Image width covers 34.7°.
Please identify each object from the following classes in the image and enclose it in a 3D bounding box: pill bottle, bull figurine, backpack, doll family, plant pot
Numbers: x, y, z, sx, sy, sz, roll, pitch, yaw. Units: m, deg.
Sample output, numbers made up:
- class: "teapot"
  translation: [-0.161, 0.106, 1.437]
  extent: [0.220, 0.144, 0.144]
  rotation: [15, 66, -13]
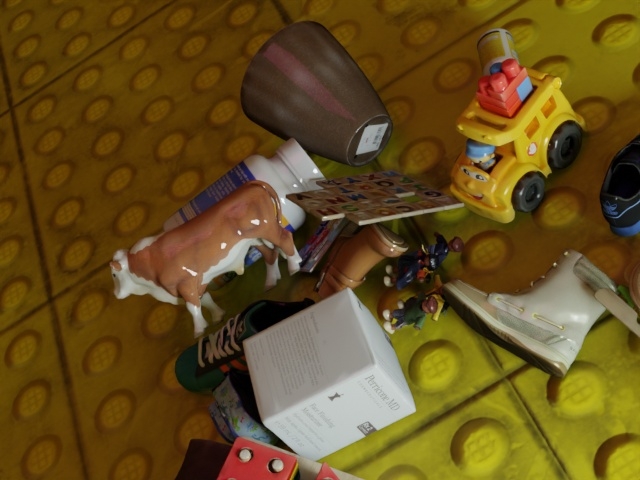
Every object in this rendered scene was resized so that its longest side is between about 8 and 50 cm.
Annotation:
- class: "pill bottle"
  translation: [-0.121, -0.051, 1.756]
  extent: [0.272, 0.152, 0.152]
  rotation: [-37, 45, 1]
- class: "bull figurine"
  translation: [-0.183, 0.035, 1.629]
  extent: [0.310, 0.101, 0.188]
  rotation: [-33, 88, 1]
- class: "backpack"
  translation: [-0.106, 0.263, 1.541]
  extent: [0.084, 0.105, 0.114]
  rotation: [-52, 43, 17]
- class: "doll family"
  translation: [0.160, 0.060, 1.554]
  extent: [0.111, 0.076, 0.193]
  rotation: [-27, 48, 37]
- class: "pill bottle"
  translation: [0.307, -0.303, 1.756]
  extent: [0.065, 0.065, 0.116]
  rotation: [-19, 48, 18]
- class: "plant pot"
  translation: [0.013, -0.237, 1.806]
  extent: [0.215, 0.215, 0.230]
  rotation: [-44, 60, -7]

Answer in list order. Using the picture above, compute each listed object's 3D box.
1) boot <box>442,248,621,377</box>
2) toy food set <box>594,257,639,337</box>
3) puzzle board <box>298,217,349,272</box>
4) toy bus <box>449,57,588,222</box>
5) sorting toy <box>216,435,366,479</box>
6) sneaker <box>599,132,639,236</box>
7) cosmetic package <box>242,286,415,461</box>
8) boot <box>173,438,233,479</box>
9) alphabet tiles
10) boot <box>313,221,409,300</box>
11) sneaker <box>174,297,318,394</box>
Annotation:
- class: "boot"
  translation: [0.296, 0.075, 1.449]
  extent: [0.213, 0.077, 0.165]
  rotation: [32, 76, 28]
- class: "toy food set"
  translation: [0.475, 0.066, 1.382]
  extent: [0.192, 0.038, 0.132]
  rotation: [-34, 60, -14]
- class: "puzzle board"
  translation: [0.000, 0.000, 1.711]
  extent: [0.128, 0.011, 0.096]
  rotation: [-54, 18, -15]
- class: "toy bus"
  translation: [0.280, -0.170, 1.569]
  extent: [0.149, 0.211, 0.220]
  rotation: [30, 76, 41]
- class: "sorting toy"
  translation: [-0.047, 0.395, 1.334]
  extent: [0.255, 0.089, 0.257]
  rotation: [17, 57, 16]
- class: "sneaker"
  translation: [0.478, -0.119, 1.491]
  extent: [0.081, 0.090, 0.232]
  rotation: [16, 66, 39]
- class: "cosmetic package"
  translation: [0.012, 0.196, 1.485]
  extent: [0.183, 0.151, 0.151]
  rotation: [-28, 47, 11]
- class: "boot"
  translation: [-0.135, 0.394, 1.463]
  extent: [0.248, 0.090, 0.207]
  rotation: [7, 58, 32]
- class: "alphabet tiles"
  translation: [0.075, -0.070, 1.630]
  extent: [0.237, 0.009, 0.198]
  rotation: [-10, 24, -29]
- class: "boot"
  translation: [0.059, 0.043, 1.595]
  extent: [0.152, 0.073, 0.197]
  rotation: [-57, 14, 0]
- class: "sneaker"
  translation: [-0.114, 0.154, 1.614]
  extent: [0.302, 0.121, 0.108]
  rotation: [-19, 49, 19]
